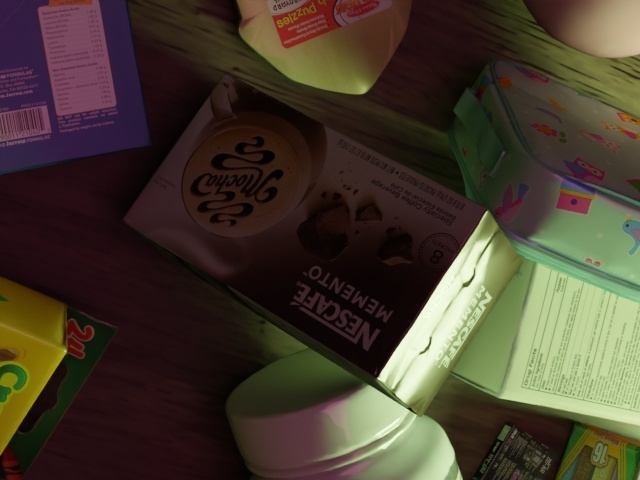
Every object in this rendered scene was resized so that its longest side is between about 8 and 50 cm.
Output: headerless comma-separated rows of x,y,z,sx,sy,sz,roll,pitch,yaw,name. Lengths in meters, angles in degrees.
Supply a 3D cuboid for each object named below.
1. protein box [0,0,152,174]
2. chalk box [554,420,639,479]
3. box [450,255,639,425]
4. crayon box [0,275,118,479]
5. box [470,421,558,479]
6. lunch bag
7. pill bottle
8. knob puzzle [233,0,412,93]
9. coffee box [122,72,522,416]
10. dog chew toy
-0.268,-0.164,1.198,0.200,0.136,0.201,-12,101,-20,protein box
0.316,0.319,1.497,0.132,0.132,0.213,21,90,-24,chalk box
0.267,0.097,1.450,0.232,0.127,0.148,14,91,-22,box
-0.352,0.103,1.187,0.319,0.081,0.202,25,113,-23,crayon box
0.203,0.243,1.501,0.067,0.018,0.083,34,83,-22,box
0.233,-0.060,1.340,0.224,0.279,0.107,19,114,-13,lunch bag
0.048,0.287,1.345,0.204,0.204,0.361,-24,104,-18,pill bottle
0.003,-0.230,1.356,0.213,0.030,0.213,-3,97,-22,knob puzzle
0.000,0.000,1.237,0.168,0.297,0.119,-55,150,-7,coffee box
0.356,-0.270,1.409,0.332,0.207,0.206,7,94,-30,dog chew toy
